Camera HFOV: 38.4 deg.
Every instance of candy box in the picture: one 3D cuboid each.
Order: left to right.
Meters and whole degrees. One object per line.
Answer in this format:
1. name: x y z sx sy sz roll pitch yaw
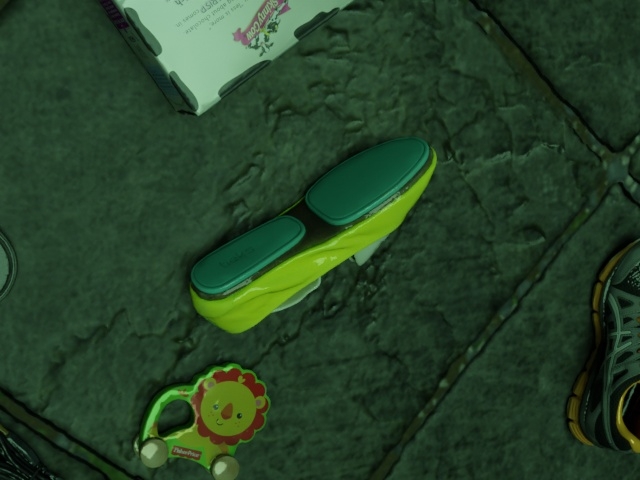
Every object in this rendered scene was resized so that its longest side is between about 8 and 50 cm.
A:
1. candy box: -0.101 -0.229 0.662 0.159 0.071 0.233 -38 110 -11

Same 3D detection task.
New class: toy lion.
1. toy lion: -0.094 0.145 0.760 0.100 0.034 0.096 19 86 -23

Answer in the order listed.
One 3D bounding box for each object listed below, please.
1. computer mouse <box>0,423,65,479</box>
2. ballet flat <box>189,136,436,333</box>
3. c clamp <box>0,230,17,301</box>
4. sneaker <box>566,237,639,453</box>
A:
1. computer mouse: -0.287 0.229 0.690 0.193 0.042 0.106 -41 113 -10
2. ballet flat: 0.000 0.000 0.753 0.231 0.077 0.077 -33 131 -10
3. c clamp: -0.306 0.007 0.656 0.137 0.022 0.160 -47 111 -13
4. sneaker: 0.306 0.103 0.881 0.084 0.083 0.214 9 95 -21
